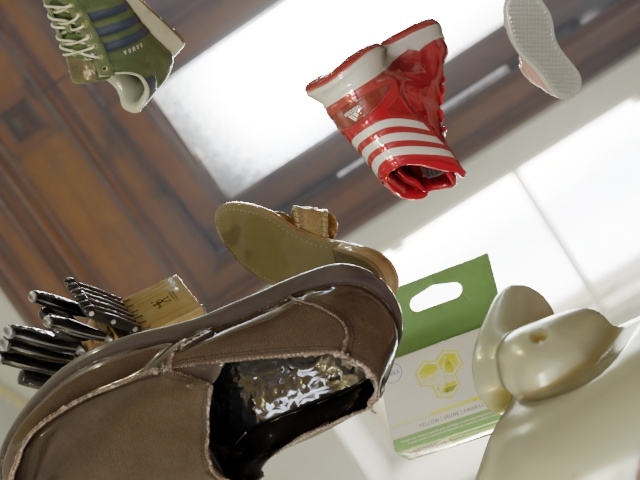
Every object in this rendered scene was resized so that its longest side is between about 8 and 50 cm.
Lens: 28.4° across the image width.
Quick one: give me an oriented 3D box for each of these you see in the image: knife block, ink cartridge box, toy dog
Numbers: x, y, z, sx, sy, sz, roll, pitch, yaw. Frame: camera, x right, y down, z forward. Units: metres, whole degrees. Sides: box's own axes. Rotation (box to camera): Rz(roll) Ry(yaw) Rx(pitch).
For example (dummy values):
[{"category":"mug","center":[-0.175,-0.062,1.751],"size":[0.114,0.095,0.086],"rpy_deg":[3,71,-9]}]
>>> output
[{"category":"knife block","center":[-0.243,0.160,1.509],"size":[0.088,0.242,0.276],"rpy_deg":[45,156,51]},{"category":"ink cartridge box","center":[0.154,0.138,1.580],"size":[0.056,0.171,0.235],"rpy_deg":[38,-145,-57]},{"category":"toy dog","center":[0.332,0.127,1.001],"size":[0.395,0.408,0.285],"rpy_deg":[-23,-91,-58]}]

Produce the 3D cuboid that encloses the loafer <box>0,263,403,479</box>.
[{"category":"loafer","center":[-0.104,0.137,1.007],"size":[0.134,0.366,0.130],"rpy_deg":[57,-169,-22]}]

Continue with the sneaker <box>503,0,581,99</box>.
[{"category":"sneaker","center":[0.226,-0.212,1.357],"size":[0.134,0.051,0.070],"rpy_deg":[54,179,-23]}]

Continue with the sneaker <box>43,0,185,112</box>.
[{"category":"sneaker","center":[-0.193,-0.176,1.084],"size":[0.064,0.086,0.192],"rpy_deg":[16,168,35]}]

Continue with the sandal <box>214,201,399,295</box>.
[{"category":"sandal","center":[0.000,0.006,1.325],"size":[0.240,0.079,0.088],"rpy_deg":[20,125,38]}]

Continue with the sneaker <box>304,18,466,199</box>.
[{"category":"sneaker","center":[0.070,-0.098,1.023],"size":[0.128,0.087,0.221],"rpy_deg":[60,-148,-3]}]
